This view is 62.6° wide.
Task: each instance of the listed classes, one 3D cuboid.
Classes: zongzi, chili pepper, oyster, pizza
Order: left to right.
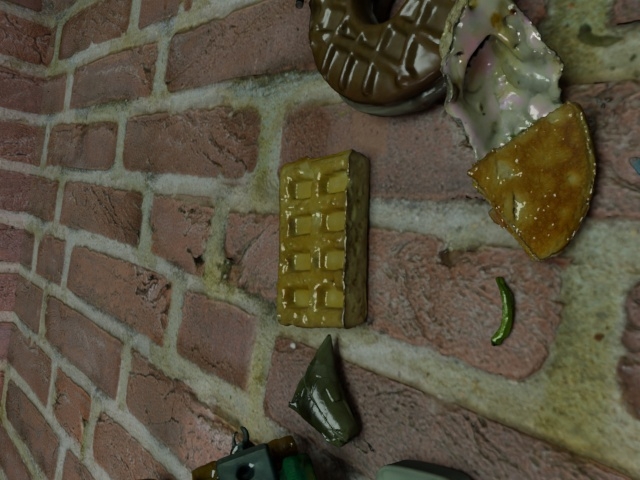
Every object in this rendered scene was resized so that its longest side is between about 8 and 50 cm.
[{"bbox_3d":[0.034,0.230,0.774,0.154,0.062,0.131,30,95,38],"label":"zongzi"},{"bbox_3d":[0.193,-0.181,0.595,0.132,0.209,0.072,-38,18,18],"label":"oyster"},{"bbox_3d":[0.214,0.085,0.623,0.030,0.017,0.083,10,93,48],"label":"chili pepper"},{"bbox_3d":[0.230,-0.070,0.577,0.134,0.046,0.175,19,97,9],"label":"pizza"}]

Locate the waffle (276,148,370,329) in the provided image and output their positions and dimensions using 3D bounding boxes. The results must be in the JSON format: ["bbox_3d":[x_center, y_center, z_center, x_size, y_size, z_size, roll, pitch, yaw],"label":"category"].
[{"bbox_3d":[0.000,0.000,0.831,0.168,0.057,0.274,-6,80,46],"label":"waffle"}]

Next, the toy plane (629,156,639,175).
[{"bbox_3d":[0.373,0.015,0.395,0.326,0.104,0.223,-114,22,-49],"label":"toy plane"}]

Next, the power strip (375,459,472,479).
[{"bbox_3d":[0.107,0.418,0.663,0.193,0.059,0.265,-9,79,45],"label":"power strip"}]

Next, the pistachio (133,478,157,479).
[{"bbox_3d":[-0.347,0.598,1.077,0.223,0.126,0.152,58,158,28],"label":"pistachio"}]

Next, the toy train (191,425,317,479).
[{"bbox_3d":[-0.059,0.471,0.728,0.429,0.178,0.249,-118,18,-46],"label":"toy train"}]

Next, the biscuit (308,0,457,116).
[{"bbox_3d":[0.110,-0.336,0.726,0.332,0.103,0.332,-6,81,46],"label":"biscuit"}]

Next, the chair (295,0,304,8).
[{"bbox_3d":[-0.043,-0.496,0.806,0.155,0.141,0.260,-53,23,41],"label":"chair"}]
